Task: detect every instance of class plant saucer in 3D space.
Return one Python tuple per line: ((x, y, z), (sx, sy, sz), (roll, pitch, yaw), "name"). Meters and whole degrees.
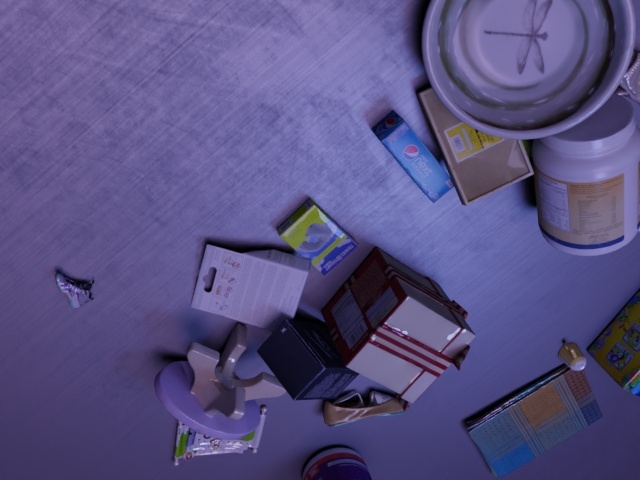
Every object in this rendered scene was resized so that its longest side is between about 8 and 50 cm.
((0.403, -0.403, 1.505), (0.401, 0.100, 0.400), (5, 117, 10), "plant saucer")

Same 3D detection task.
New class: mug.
((0.690, 0.322, 2.087), (0.078, 0.064, 0.062), (23, 111, -26), "mug")

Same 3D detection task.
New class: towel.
((0.618, 0.519, 2.195), (0.370, 0.040, 0.271), (-31, 123, 0), "towel")

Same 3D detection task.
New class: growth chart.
((-0.255, 0.488, 1.929), (0.237, 0.021, 0.171), (-3, 118, -15), "growth chart")

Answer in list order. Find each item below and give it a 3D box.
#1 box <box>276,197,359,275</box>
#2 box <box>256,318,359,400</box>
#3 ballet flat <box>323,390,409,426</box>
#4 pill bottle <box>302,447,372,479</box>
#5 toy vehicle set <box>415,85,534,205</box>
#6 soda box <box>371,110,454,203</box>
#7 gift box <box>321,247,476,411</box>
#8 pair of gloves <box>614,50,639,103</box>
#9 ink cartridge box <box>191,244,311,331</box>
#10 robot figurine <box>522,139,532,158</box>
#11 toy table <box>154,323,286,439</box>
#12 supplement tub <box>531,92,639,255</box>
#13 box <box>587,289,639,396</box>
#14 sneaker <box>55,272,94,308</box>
((0.000, 0.000, 1.717), (0.109, 0.042, 0.178), (-42, 120, 10), "box")
((-0.021, 0.275, 1.751), (0.108, 0.153, 0.207), (-48, 152, 13), "box")
((0.120, 0.428, 1.977), (0.232, 0.080, 0.073), (-8, 91, -15), "ballet flat")
((0.072, 0.704, 1.967), (0.182, 0.323, 0.181), (-7, 120, -13), "pill bottle")
((0.332, -0.229, 1.634), (0.166, 0.035, 0.266), (-25, 101, -1), "toy vehicle set")
((0.204, -0.180, 1.658), (0.067, 0.071, 0.210), (-40, 121, 7), "soda box")
((0.185, 0.219, 1.765), (0.258, 0.276, 0.255), (31, 112, -30), "gift box")
((0.685, -0.311, 1.744), (0.204, 0.042, 0.240), (37, 102, -30), "pair of gloves")
((-0.157, 0.100, 1.722), (0.232, 0.066, 0.189), (18, 121, -2), "ink cartridge box")
((0.429, -0.214, 1.707), (0.115, 0.067, 0.101), (31, 105, -29), "robot figurine")
((-0.220, 0.330, 1.740), (0.274, 0.252, 0.161), (21, 128, -35), "toy table")
((0.589, -0.147, 1.680), (0.228, 0.228, 0.316), (-22, 129, -4), "supplement tub")
((0.953, 0.296, 2.086), (0.290, 0.177, 0.279), (26, 107, -27), "box")
((-0.517, 0.096, 1.624), (0.069, 0.038, 0.098), (-23, 132, -5), "sneaker")
